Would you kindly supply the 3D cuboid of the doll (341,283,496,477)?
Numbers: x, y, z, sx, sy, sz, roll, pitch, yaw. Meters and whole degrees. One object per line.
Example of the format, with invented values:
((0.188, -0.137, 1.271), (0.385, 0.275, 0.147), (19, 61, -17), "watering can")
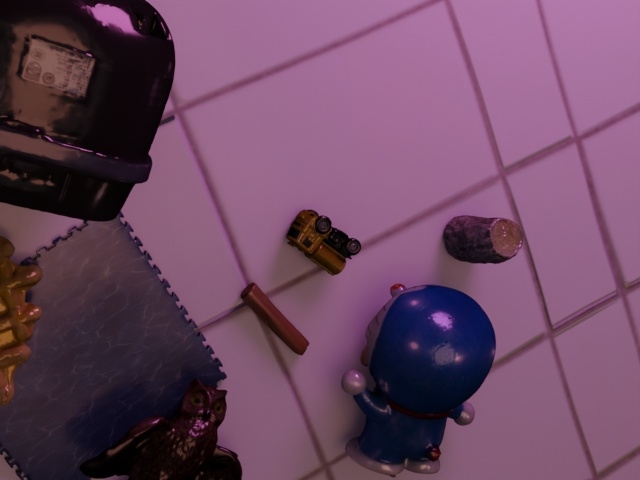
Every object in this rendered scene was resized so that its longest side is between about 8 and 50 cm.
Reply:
((0.123, 0.176, 1.204), (0.215, 0.161, 0.257), (4, 116, -36), "doll")

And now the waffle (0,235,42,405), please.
((-0.426, 0.093, 0.988), (0.250, 0.056, 0.261), (30, 84, -19), "waffle")

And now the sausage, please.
((-0.054, 0.098, 1.170), (0.026, 0.026, 0.116), (-45, 114, -9), "sausage")

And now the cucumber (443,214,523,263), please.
((0.207, 0.000, 1.213), (0.064, 0.112, 0.064), (-2, 94, -24), "cucumber")

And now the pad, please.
((-0.276, 0.135, 1.092), (0.270, 0.012, 0.269), (-36, 112, -12), "pad")

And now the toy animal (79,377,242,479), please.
((-0.179, 0.250, 1.119), (0.218, 0.116, 0.179), (35, 65, -39), "toy animal")

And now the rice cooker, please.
((-0.269, -0.151, 0.909), (0.267, 0.267, 0.224), (16, 98, -24), "rice cooker")

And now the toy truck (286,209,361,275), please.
((0.000, 0.000, 1.160), (0.083, 0.049, 0.054), (37, 87, -26), "toy truck")
